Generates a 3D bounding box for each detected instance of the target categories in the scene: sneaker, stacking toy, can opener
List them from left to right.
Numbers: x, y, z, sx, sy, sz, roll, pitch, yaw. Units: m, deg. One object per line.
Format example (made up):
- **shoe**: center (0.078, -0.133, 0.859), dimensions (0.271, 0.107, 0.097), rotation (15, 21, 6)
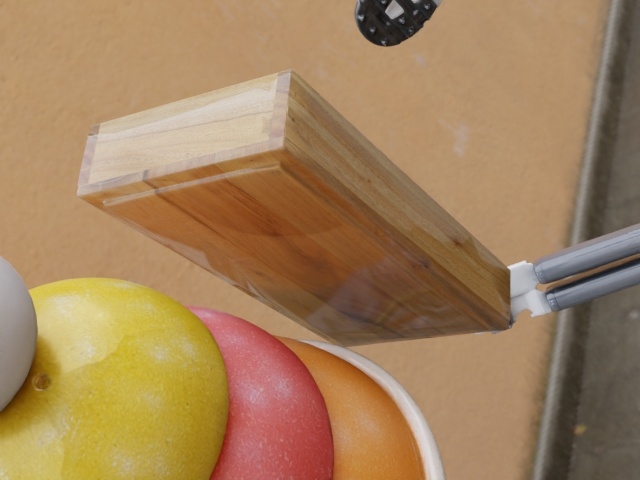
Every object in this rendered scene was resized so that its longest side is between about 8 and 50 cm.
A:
- **stacking toy**: center (-0.150, 0.140, 0.675), dimensions (0.351, 0.480, 0.350), rotation (-17, 51, 22)
- **sneaker**: center (0.122, -0.276, 0.888), dimensions (0.234, 0.078, 0.106), rotation (-38, 26, 17)
- **can opener**: center (0.296, 0.043, 1.228), dimensions (0.281, 0.074, 0.093), rotation (-21, 12, 25)

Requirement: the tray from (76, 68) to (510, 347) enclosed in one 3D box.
- **tray**: center (0.000, 0.000, 0.904), dimensions (0.203, 0.411, 0.076), rotation (-10, 63, 31)
